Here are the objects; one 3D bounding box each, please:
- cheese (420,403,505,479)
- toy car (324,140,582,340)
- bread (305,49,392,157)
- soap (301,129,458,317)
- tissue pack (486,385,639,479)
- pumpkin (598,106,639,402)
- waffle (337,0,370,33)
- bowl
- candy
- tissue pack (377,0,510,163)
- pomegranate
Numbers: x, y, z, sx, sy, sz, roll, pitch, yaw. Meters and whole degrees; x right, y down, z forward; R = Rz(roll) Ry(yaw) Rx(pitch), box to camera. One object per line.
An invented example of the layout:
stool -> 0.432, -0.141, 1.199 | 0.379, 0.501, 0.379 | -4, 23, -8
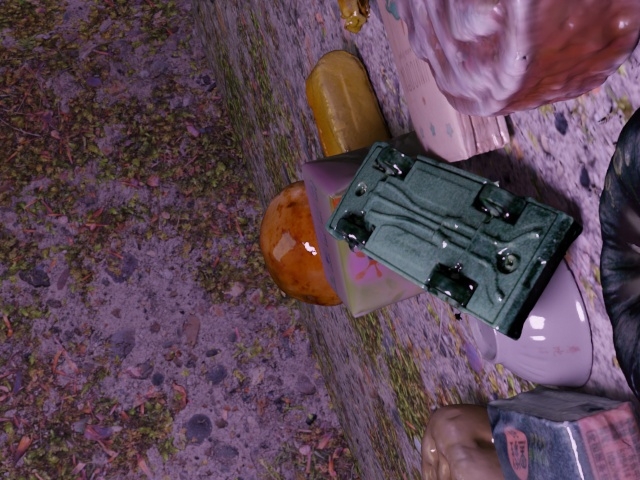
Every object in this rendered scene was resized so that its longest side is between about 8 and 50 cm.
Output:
cheese -> 0.224, 0.343, 1.285 | 0.218, 0.117, 0.235 | 153, 101, -79
toy car -> 0.131, -0.006, 1.003 | 0.097, 0.141, 0.320 | 30, 180, -37
bread -> 0.051, -0.180, 1.459 | 0.094, 0.102, 0.245 | 127, 125, -69
soap -> 0.089, -0.026, 1.244 | 0.138, 0.182, 0.199 | -124, 19, -58
tissue pack -> 0.284, 0.314, 0.946 | 0.228, 0.103, 0.316 | 149, 106, -81
pumpkin -> 0.246, 0.009, 0.486 | 0.233, 0.163, 0.233 | 175, 90, -83
waffle -> 0.020, -0.423, 1.214 | 0.291, 0.051, 0.291 | -13, -90, -85
bowl -> 0.214, 0.084, 1.015 | 0.189, 0.086, 0.189 | 164, 90, -79
candy -> 0.147, -0.207, 0.713 | 0.289, 0.157, 0.214 | -134, 33, -79
tissue pack -> 0.120, -0.249, 1.035 | 0.170, 0.071, 0.325 | 180, 74, -79
pomegranate -> 0.000, 0.000, 1.671 | 0.248, 0.248, 0.248 | 164, 90, -80
